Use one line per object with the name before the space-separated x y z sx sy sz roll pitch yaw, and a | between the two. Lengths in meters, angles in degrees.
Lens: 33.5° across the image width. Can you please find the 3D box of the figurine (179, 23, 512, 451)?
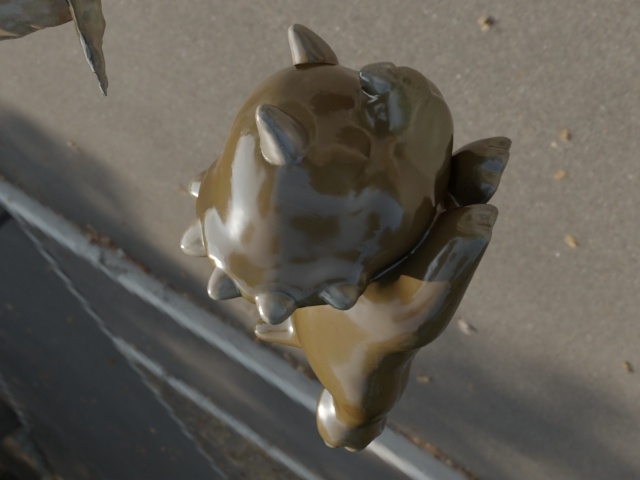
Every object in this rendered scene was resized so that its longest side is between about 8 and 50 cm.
figurine | 0.002 -0.005 0.650 0.173 0.177 0.247 21 152 0

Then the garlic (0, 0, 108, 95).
garlic | -0.161 -0.121 0.491 0.198 0.128 0.090 3 168 27
